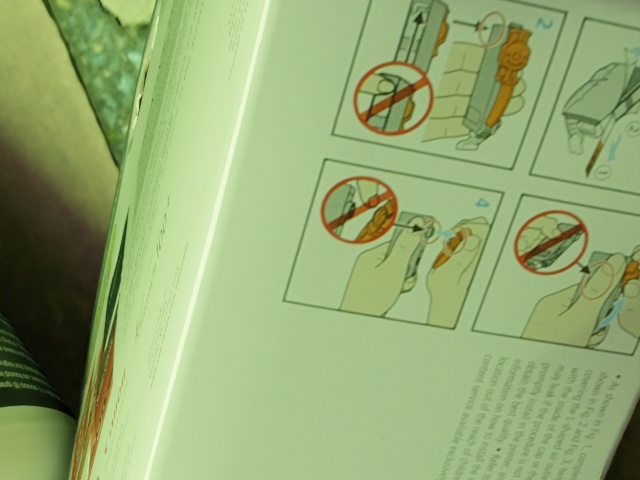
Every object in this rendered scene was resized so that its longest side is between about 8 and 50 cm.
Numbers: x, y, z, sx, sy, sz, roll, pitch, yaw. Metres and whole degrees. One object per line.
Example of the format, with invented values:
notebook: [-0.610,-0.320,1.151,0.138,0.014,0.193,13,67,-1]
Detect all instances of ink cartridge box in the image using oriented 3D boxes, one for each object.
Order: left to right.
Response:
ink cartridge box: [0.000,0.000,0.507,0.130,0.272,0.309,10,120,-12]

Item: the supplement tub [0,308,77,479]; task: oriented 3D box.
supplement tub: [-0.213,0.097,0.671,0.272,0.191,0.191,50,129,26]
